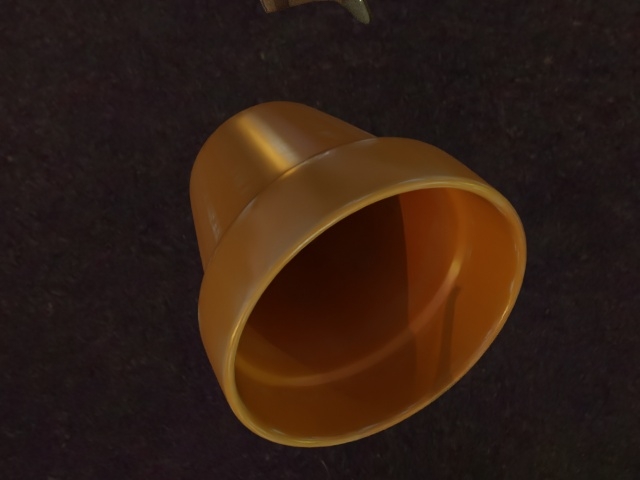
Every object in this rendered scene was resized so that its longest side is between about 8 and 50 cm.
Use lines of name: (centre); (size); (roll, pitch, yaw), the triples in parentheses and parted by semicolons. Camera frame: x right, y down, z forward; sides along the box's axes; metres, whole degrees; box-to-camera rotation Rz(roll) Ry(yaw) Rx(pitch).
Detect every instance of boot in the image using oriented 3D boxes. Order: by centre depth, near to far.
boot: (-0.014, -0.235, 0.642); (0.087, 0.118, 0.042); (-32, 20, -1)

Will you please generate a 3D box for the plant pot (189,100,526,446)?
plant pot: (0.000, 0.000, 0.481); (0.205, 0.205, 0.188); (-30, 45, -7)
